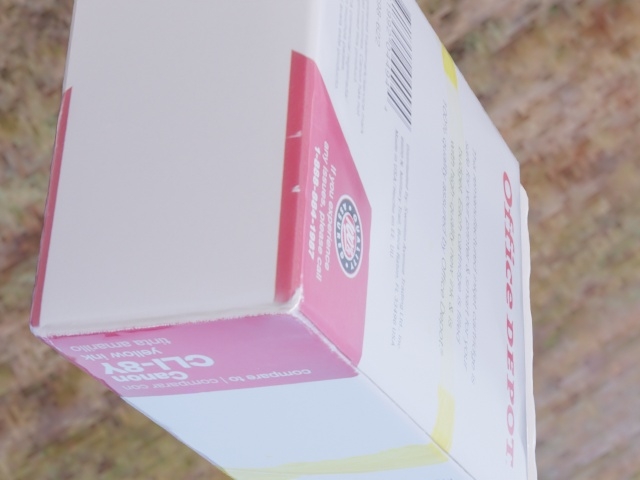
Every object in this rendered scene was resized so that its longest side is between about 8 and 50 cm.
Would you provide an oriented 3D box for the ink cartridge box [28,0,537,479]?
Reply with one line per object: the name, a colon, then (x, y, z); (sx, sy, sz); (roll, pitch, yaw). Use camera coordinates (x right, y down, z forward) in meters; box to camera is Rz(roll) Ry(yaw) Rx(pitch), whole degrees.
ink cartridge box: (0.000, 0.000, 1.072); (0.160, 0.279, 0.384); (-9, 151, 22)
